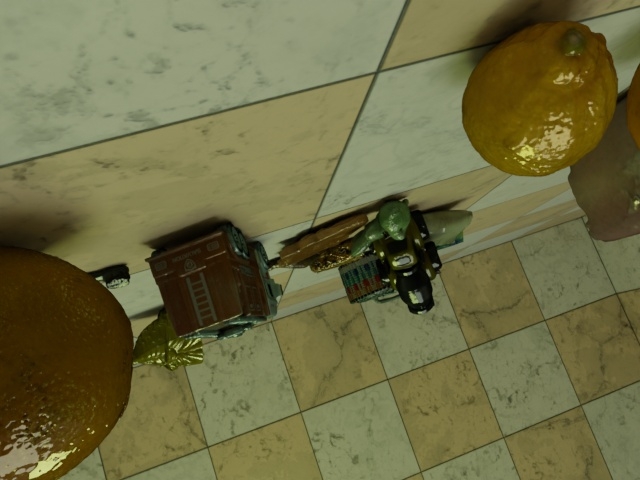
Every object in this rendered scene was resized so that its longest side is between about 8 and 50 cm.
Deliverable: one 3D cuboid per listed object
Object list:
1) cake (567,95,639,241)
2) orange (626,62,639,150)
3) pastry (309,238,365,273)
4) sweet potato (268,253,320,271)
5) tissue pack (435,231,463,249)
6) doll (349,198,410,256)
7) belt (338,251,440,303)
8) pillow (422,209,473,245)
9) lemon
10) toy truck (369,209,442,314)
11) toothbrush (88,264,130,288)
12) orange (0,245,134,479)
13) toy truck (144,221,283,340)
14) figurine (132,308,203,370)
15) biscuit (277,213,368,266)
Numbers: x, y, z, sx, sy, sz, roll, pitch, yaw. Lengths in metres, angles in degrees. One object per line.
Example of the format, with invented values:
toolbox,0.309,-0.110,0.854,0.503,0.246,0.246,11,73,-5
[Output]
cake,0.631,-0.146,0.958,0.309,0.237,0.230,-16,168,-12
orange,0.480,-0.168,0.629,0.193,0.219,0.219,16,149,-37
pastry,0.038,0.040,1.329,0.140,0.056,0.080,-17,173,-2
sweet potato,-0.064,0.050,1.248,0.153,0.038,0.041,-12,144,-27
tissue pack,0.321,-0.024,1.471,0.111,0.079,0.085,-15,-160,-22
doll,0.121,-0.021,1.071,0.150,0.077,0.115,-38,-176,32
belt,0.208,0.113,1.704,0.295,0.160,0.207,-13,167,-30
pillow,0.275,-0.031,1.342,0.181,0.078,0.134,-9,162,-20
lemon,0.214,-0.137,0.528,0.142,0.142,0.187,-19,164,-1
toy truck,0.195,0.051,1.217,0.147,0.165,0.224,-18,132,12
toothbrush,-0.426,0.079,0.776,0.297,0.030,0.030,-11,141,-31
orange,-0.339,0.138,0.572,0.274,0.274,0.274,-19,169,-4
toy truck,-0.157,0.083,0.904,0.136,0.162,0.305,-21,169,4
figurine,-0.464,0.277,1.306,0.315,0.168,0.187,-16,-164,-28
biscuit,0.000,0.000,1.113,0.250,0.035,0.162,-27,174,36
